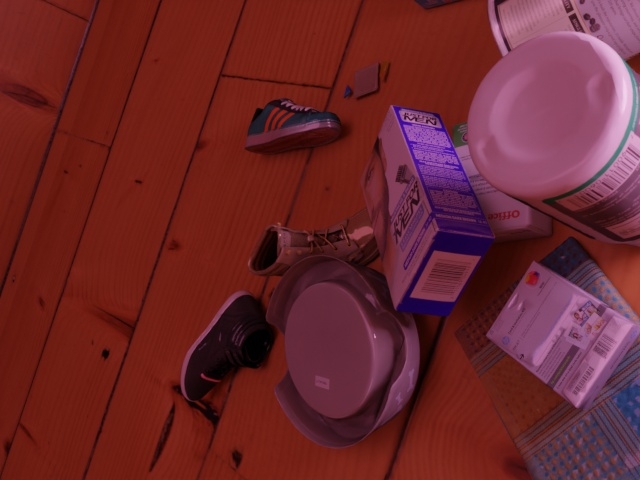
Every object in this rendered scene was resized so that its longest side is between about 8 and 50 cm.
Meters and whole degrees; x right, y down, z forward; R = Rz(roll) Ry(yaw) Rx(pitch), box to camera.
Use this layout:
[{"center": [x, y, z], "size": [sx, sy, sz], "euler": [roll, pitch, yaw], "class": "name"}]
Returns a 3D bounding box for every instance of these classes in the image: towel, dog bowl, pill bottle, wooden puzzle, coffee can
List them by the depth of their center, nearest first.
[{"center": [0.371, -0.110, 0.917], "size": [0.204, 0.361, 0.204], "euler": [-16, 67, 41], "class": "pill bottle"}, {"center": [0.381, 0.212, 1.042], "size": [0.271, 0.040, 0.370], "euler": [-45, 48, 25], "class": "towel"}, {"center": [0.426, -0.364, 1.058], "size": [0.275, 0.201, 0.202], "euler": [-23, 62, 39], "class": "coffee can"}, {"center": [0.038, 0.200, 1.292], "size": [0.348, 0.102, 0.349], "euler": [2, 92, 49], "class": "dog bowl"}, {"center": [0.102, -0.349, 1.517], "size": [0.116, 0.014, 0.079], "euler": [-2, 71, 44], "class": "wooden puzzle"}]

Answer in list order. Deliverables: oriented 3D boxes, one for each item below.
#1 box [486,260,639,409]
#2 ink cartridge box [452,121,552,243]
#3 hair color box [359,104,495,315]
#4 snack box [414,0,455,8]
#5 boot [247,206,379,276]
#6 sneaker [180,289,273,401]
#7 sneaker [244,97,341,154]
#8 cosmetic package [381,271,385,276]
[{"center": [0.357, 0.138, 1.037], "size": [0.186, 0.038, 0.145], "euler": [40, 105, 45], "class": "box"}, {"center": [0.307, -0.104, 1.178], "size": [0.153, 0.087, 0.208], "euler": [-8, 72, 44], "class": "ink cartridge box"}, {"center": [0.168, -0.060, 1.191], "size": [0.339, 0.110, 0.185], "euler": [-99, 23, -47], "class": "hair color box"}, {"center": [0.326, -0.573, 1.327], "size": [0.322, 0.060, 0.187], "euler": [2, 78, 46], "class": "snack box"}, {"center": [0.000, 0.000, 1.367], "size": [0.262, 0.203, 0.095], "euler": [-39, 53, 31], "class": "boot"}, {"center": [-0.213, 0.269, 1.566], "size": [0.296, 0.104, 0.147], "euler": [-58, 40, 9], "class": "sneaker"}, {"center": [-0.069, -0.278, 1.596], "size": [0.302, 0.108, 0.121], "euler": [-2, 80, 46], "class": "sneaker"}, {"center": [0.158, 0.063, 1.295], "size": [0.115, 0.060, 0.041], "euler": [-46, 48, 23], "class": "cosmetic package"}]
